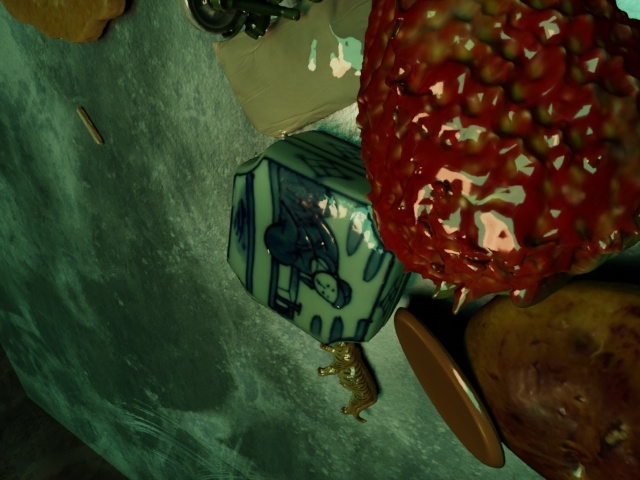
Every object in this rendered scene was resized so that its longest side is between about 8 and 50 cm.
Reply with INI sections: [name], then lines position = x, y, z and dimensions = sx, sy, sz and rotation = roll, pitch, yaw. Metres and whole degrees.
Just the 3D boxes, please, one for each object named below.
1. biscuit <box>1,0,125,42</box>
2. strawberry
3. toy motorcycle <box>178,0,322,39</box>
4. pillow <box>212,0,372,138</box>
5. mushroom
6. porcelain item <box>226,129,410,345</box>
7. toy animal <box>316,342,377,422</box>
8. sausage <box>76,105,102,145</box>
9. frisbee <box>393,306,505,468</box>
[biscuit]
position = -0.480, -0.547, 0.700
dimensions = 0.385, 0.062, 0.365
rotation = 20, 127, 25
[strawberry]
position = 0.144, -0.121, 0.372
dimensions = 0.292, 0.292, 0.343
rotation = -25, 103, 41
[toy motorcycle]
position = -0.022, -0.328, 0.426
dimensions = 0.205, 0.127, 0.275
rotation = 36, 101, 33
[pillow]
position = -0.023, -0.249, 0.554
dimensions = 0.270, 0.067, 0.173
rotation = -14, 107, 37
[mushroom]
position = 0.357, 0.169, 0.462
dimensions = 0.345, 0.260, 0.345
rotation = 41, 158, 21
[porcelain item]
position = 0.000, 0.000, 0.620
dimensions = 0.286, 0.157, 0.281
rotation = 30, 129, 18
[toy animal]
position = 0.054, 0.265, 0.795
dimensions = 0.099, 0.057, 0.241
rotation = -15, 105, 39
[sausage]
position = -0.527, -0.262, 0.925
dimensions = 0.015, 0.015, 0.100
rotation = -22, 101, 40
[frisbee]
position = 0.177, 0.211, 0.597
dimensions = 0.250, 0.021, 0.251
rotation = 62, 173, 12
